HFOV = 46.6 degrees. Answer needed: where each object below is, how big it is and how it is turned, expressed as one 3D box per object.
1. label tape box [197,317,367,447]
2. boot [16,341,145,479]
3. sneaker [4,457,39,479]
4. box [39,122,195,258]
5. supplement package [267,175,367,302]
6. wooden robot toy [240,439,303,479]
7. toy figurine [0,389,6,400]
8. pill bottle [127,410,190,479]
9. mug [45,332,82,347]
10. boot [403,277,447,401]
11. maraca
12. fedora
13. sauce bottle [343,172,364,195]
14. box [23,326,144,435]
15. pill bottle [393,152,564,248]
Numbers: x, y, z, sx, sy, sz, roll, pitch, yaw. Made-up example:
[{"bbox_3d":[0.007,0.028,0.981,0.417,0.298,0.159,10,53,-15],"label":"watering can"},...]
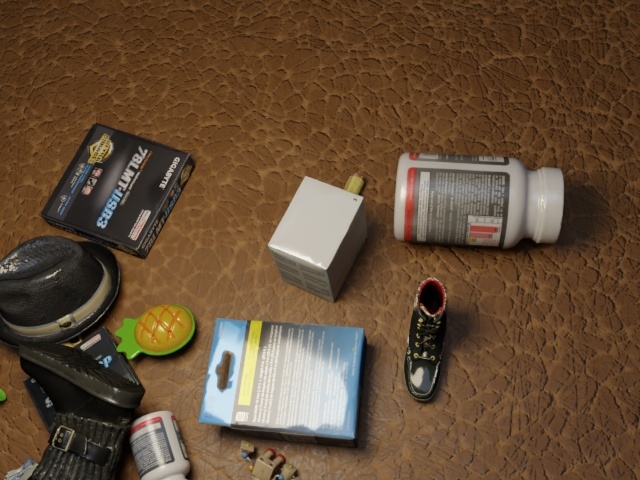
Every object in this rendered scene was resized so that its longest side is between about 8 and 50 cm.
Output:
[{"bbox_3d":[-0.075,0.307,1.622,0.333,0.106,0.241,4,66,9],"label":"label tape box"},{"bbox_3d":[-0.550,0.381,1.580,0.347,0.131,0.260,21,92,28],"label":"boot"},{"bbox_3d":[-0.671,0.535,1.627,0.058,0.052,0.135,35,66,31],"label":"sneaker"},{"bbox_3d":[-0.516,-0.131,1.903,0.293,0.073,0.296,19,69,16],"label":"box"},{"bbox_3d":[0.000,0.000,1.703,0.149,0.203,0.194,22,69,16],"label":"supplement package"},{"bbox_3d":[-0.110,0.498,1.574,0.173,0.076,0.079,27,106,18],"label":"wooden robot toy"},{"bbox_3d":[-0.839,0.378,1.700,0.173,0.130,0.159,35,87,-5],"label":"toy figurine"},{"bbox_3d":[-0.338,0.466,1.579,0.107,0.108,0.180,-23,64,-4],"label":"pill bottle"},{"bbox_3d":[-0.611,0.247,1.751,0.064,0.078,0.062,50,123,32],"label":"mug"},{"bbox_3d":[0.224,0.210,1.590,0.085,0.179,0.237,7,65,10],"label":"boot"},{"bbox_3d":[-0.380,0.209,1.707,0.185,0.099,0.127,-15,55,-3],"label":"maraca"},{"bbox_3d":[-0.649,0.089,1.742,0.333,0.153,0.334,-5,51,6],"label":"fedora"},{"bbox_3d":[0.068,-0.106,1.834,0.042,0.042,0.128,22,71,16],"label":"sauce bottle"},{"bbox_3d":[-0.539,0.331,1.697,0.220,0.051,0.175,-34,67,-9],"label":"box"},{"bbox_3d":[0.356,-0.089,1.697,0.362,0.210,0.210,4,66,9],"label":"pill bottle"}]
